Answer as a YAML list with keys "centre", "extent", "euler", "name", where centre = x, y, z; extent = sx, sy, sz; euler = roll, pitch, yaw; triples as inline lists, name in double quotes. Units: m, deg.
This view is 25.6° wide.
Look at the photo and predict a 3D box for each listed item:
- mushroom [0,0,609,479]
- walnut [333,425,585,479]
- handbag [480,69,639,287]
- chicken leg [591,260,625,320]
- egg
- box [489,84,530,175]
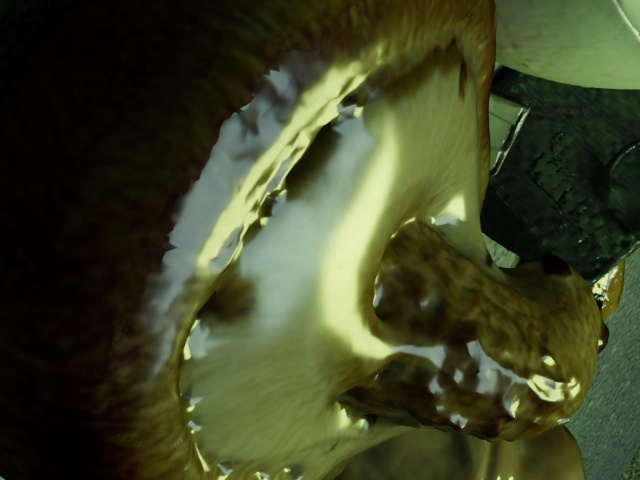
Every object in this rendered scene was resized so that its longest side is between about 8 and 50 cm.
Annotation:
- centre: [0.000, 0.000, 0.681]
  extent: [0.345, 0.260, 0.345]
  euler: [-46, 151, -36]
  name: "mushroom"
- centre: [0.047, 0.160, 0.947]
  extent: [0.227, 0.273, 0.273]
  euler: [-39, 152, -11]
  name: "walnut"
- centre: [0.209, -0.068, 1.126]
  extent: [0.270, 0.175, 0.088]
  euler: [-42, 153, -36]
  name: "handbag"
- centre: [0.265, -0.026, 1.391]
  extent: [0.087, 0.107, 0.251]
  euler: [-20, 129, -32]
  name: "chicken leg"
- centre: [0.121, -0.208, 0.815]
  extent: [0.206, 0.162, 0.270]
  euler: [-7, 89, -52]
  name: "egg"
- centre: [0.090, -0.090, 0.980]
  extent: [0.063, 0.085, 0.060]
  euler: [14, 106, -60]
  name: "box"
